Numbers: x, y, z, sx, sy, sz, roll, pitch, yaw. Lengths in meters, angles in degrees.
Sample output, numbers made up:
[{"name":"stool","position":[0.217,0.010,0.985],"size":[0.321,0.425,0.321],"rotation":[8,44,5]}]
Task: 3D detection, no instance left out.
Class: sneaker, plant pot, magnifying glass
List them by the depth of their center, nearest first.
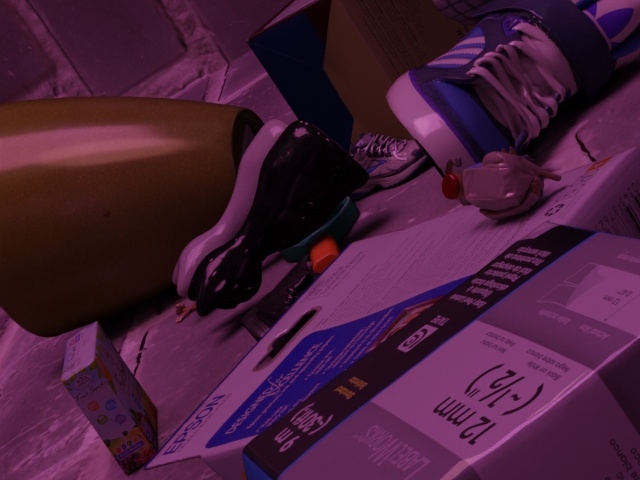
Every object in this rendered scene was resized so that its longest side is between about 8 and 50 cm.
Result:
[{"name":"sneaker","position":[-0.022,0.059,1.590],"size":[0.089,0.051,0.170],"rotation":[-40,10,-4]},{"name":"sneaker","position":[0.193,-0.161,1.682],"size":[0.236,0.130,0.323],"rotation":[-36,7,12]},{"name":"magnifying glass","position":[0.000,0.000,1.814],"size":[0.092,0.026,0.231],"rotation":[-33,14,4]},{"name":"sneaker","position":[0.061,-0.085,1.902],"size":[0.135,0.058,0.052],"rotation":[-22,17,39]},{"name":"plant pot","position":[-0.202,-0.053,2.055],"size":[0.294,0.274,0.275],"rotation":[-13,20,21]}]

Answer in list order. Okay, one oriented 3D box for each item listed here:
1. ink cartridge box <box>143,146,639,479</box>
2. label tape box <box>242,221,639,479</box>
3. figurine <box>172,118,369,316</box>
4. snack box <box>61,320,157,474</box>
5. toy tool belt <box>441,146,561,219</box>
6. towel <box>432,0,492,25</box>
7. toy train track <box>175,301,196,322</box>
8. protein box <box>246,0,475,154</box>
[{"name":"ink cartridge box","position":[0.063,0.069,1.319],"size":[0.307,0.072,0.303],"rotation":[-23,17,47]},{"name":"label tape box","position":[0.059,0.137,0.968],"size":[0.348,0.115,0.249],"rotation":[-34,13,-9]},{"name":"figurine","position":[-0.069,-0.018,1.838],"size":[0.209,0.092,0.215],"rotation":[-50,12,-4]},{"name":"snack box","position":[-0.183,0.134,1.598],"size":[0.037,0.100,0.141],"rotation":[-34,13,1]},{"name":"toy tool belt","position":[0.131,-0.041,1.322],"size":[0.051,0.052,0.083],"rotation":[-4,-1,-31]},{"name":"towel","position":[0.262,-0.317,1.888],"size":[0.235,0.121,0.284],"rotation":[-25,-12,35]},{"name":"toy train track","position":[-0.128,0.063,1.919],"size":[0.083,0.014,0.048],"rotation":[-17,21,50]},{"name":"protein box","position":[0.064,-0.203,2.002],"size":[0.136,0.200,0.201],"rotation":[-23,17,40]}]
